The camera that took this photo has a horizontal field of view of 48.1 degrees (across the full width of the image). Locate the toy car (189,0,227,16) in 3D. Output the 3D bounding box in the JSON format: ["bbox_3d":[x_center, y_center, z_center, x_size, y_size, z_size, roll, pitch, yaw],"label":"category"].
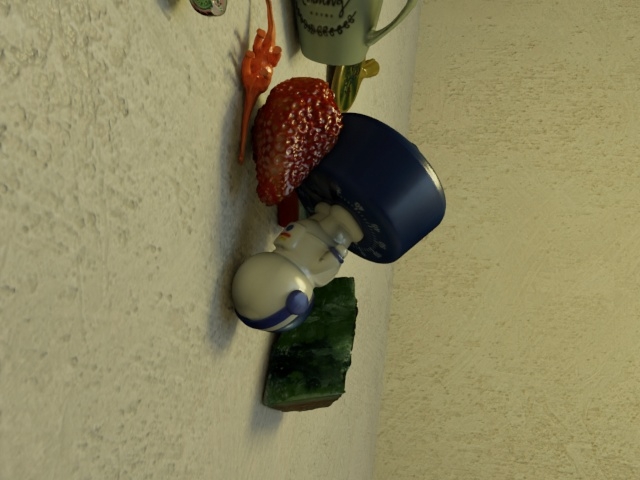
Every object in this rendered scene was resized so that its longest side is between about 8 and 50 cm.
[{"bbox_3d":[-0.159,-0.343,0.883,0.069,0.055,0.142,-70,146,-51],"label":"toy car"}]

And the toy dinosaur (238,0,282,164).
[{"bbox_3d":[-0.100,-0.261,1.147,0.101,0.055,0.280,116,-10,-74],"label":"toy dinosaur"}]

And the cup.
[{"bbox_3d":[0.067,-0.462,1.387,0.186,0.258,0.234,-39,141,-47],"label":"cup"}]

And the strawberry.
[{"bbox_3d":[-0.056,-0.187,1.166,0.107,0.175,0.236,53,21,-42],"label":"strawberry"}]

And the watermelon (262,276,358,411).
[{"bbox_3d":[-0.027,0.232,1.475,0.302,0.151,0.264,106,-6,-59],"label":"watermelon"}]

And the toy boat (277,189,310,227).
[{"bbox_3d":[0.016,-0.115,1.520,0.332,0.133,0.145,-51,142,-69],"label":"toy boat"}]

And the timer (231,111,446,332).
[{"bbox_3d":[0.000,0.000,1.217,0.383,0.270,0.270,-47,151,-19],"label":"timer"}]

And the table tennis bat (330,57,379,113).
[{"bbox_3d":[0.089,-0.434,1.859,0.321,0.050,0.198,-41,146,-62],"label":"table tennis bat"}]
